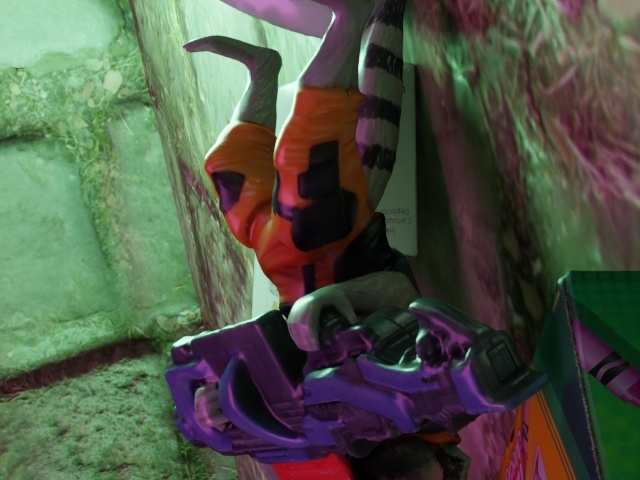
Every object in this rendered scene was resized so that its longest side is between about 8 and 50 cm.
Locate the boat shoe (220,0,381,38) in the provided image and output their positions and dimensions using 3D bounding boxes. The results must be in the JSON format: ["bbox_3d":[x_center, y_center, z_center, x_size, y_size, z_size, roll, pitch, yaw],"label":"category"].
[{"bbox_3d":[-0.052,-0.260,0.800,0.335,0.121,0.119,48,130,39],"label":"boat shoe"}]

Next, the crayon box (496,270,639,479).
[{"bbox_3d":[0.138,0.161,0.503,0.278,0.081,0.165,91,179,-51],"label":"crayon box"}]

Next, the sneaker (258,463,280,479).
[{"bbox_3d":[0.027,0.200,1.086,0.321,0.124,0.180,70,-166,-46],"label":"sneaker"}]

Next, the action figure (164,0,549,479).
[{"bbox_3d":[0.033,0.018,0.605,0.341,0.178,0.330,-7,97,57],"label":"action figure"}]

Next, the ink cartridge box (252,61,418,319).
[{"bbox_3d":[0.000,0.000,0.882,0.296,0.066,0.261,-169,79,-75],"label":"ink cartridge box"}]
